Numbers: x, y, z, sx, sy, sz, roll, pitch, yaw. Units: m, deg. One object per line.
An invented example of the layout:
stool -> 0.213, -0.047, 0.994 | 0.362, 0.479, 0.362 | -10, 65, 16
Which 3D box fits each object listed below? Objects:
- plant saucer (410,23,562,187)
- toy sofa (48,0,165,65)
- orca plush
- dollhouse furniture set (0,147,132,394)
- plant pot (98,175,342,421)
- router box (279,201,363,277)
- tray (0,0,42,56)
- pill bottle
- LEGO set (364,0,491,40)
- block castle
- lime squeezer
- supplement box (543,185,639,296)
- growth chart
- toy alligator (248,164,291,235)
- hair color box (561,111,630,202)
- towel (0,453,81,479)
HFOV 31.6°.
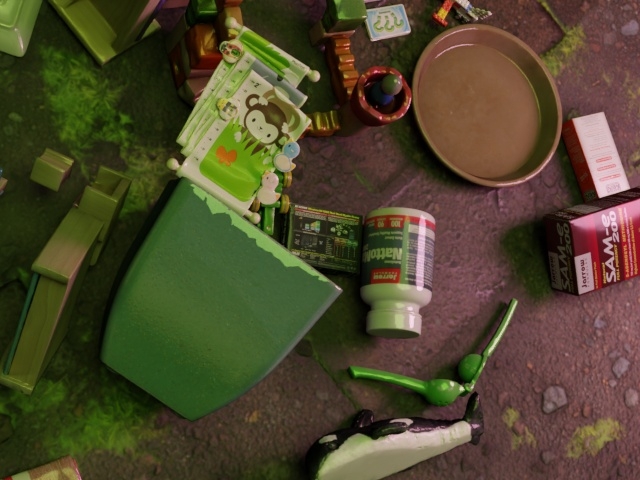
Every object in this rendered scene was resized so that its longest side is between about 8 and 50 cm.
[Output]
plant saucer -> 0.267, -0.217, 1.841 | 0.278, 0.041, 0.278 | 5, 76, -21
toy sofa -> -0.233, -0.394, 1.501 | 0.177, 0.362, 0.150 | -41, 94, -28
orca plush -> 0.096, 0.267, 1.622 | 0.287, 0.151, 0.102 | -20, 52, -16
dollhouse furniture set -> -0.446, 0.001, 1.444 | 0.303, 0.198, 0.286 | 24, 31, -5
plant pot -> -0.161, 0.090, 1.489 | 0.248, 0.247, 0.252 | 36, 84, -11
router box -> 0.000, 0.000, 1.681 | 0.122, 0.038, 0.092 | 10, 74, -20
tray -> -0.452, -0.405, 1.600 | 0.145, 0.030, 0.270 | 18, 71, -16
pill bottle -> 0.113, 0.050, 1.676 | 0.108, 0.108, 0.180 | 10, 74, -20
LEGO set -> 0.171, -0.435, 1.847 | 0.244, 0.060, 0.182 | -14, 87, -25
block castle -> -0.062, -0.366, 1.648 | 0.303, 0.213, 0.453 | -8, 81, -23
lime squeezer -> 0.198, 0.190, 1.718 | 0.310, 0.059, 0.110 | -21, 56, -23
supplement box -> 0.484, -0.005, 1.841 | 0.239, 0.073, 0.130 | -17, 105, -24
growth chart -> -0.098, -0.155, 1.515 | 0.172, 0.021, 0.237 | 25, 91, -18
toy alligator -> -0.081, -0.049, 1.654 | 0.056, 0.051, 0.189 | 3, 99, -21
hair color box -> 0.460, -0.139, 1.899 | 0.072, 0.043, 0.141 | -14, 82, -25
towel -> -0.429, 0.433, 1.405 | 0.329, 0.037, 0.237 | -17, 83, -24
